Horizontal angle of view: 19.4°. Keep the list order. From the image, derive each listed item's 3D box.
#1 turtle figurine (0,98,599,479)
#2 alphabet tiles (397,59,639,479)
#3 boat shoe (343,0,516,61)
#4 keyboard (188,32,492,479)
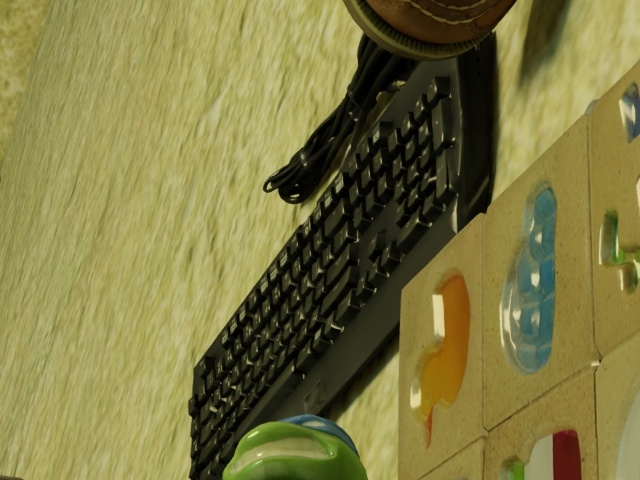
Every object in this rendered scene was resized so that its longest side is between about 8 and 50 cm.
[{"bbox_3d":[-0.037,0.119,0.585,0.275,0.197,0.266,107,172,-45],"label":"turtle figurine"},{"bbox_3d":[0.056,0.104,0.345,0.342,0.011,0.285,131,144,-61],"label":"alphabet tiles"},{"bbox_3d":[0.082,-0.227,0.765,0.104,0.110,0.307,168,118,-72],"label":"boat shoe"},{"bbox_3d":[0.000,0.000,0.931,0.317,0.033,0.201,128,154,-47],"label":"keyboard"}]
